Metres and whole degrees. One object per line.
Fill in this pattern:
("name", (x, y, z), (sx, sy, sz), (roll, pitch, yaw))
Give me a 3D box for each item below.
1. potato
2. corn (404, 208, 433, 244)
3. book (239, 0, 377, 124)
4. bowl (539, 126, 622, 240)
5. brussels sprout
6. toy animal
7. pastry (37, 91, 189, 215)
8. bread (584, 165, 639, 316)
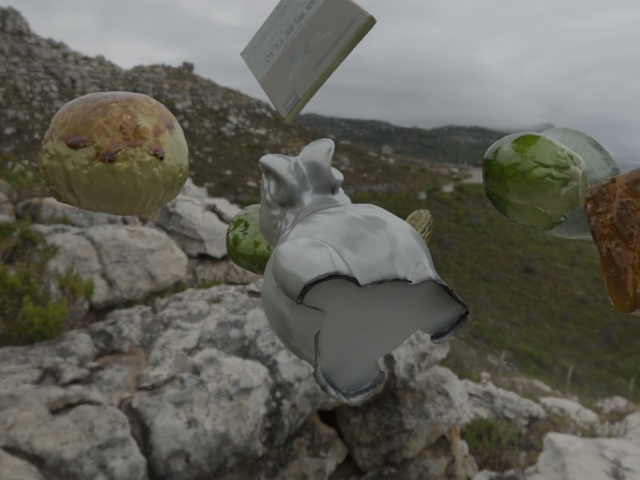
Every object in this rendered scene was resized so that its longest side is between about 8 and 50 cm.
("potato", (-0.174, -0.004, 1.588), (0.186, 0.148, 0.253), (15, 32, 12))
("corn", (0.179, 0.007, 1.120), (0.072, 0.072, 0.203), (9, 40, 24))
("book", (-0.038, -0.360, 1.001), (0.021, 0.217, 0.310), (30, 20, -39))
("bowl", (0.588, -0.112, 1.413), (0.146, 0.313, 0.313), (-28, 22, -17))
("brussels sprout", (0.309, -0.093, 0.817), (0.155, 0.155, 0.117), (11, 48, 34))
("toy animal", (0.000, 0.000, 0.680), (0.194, 0.258, 0.357), (-30, 43, -3))
("pastry", (-0.545, -0.241, 1.503), (0.389, 0.312, 0.388), (7, 17, -2))
("bread", (0.678, -0.006, 1.027), (0.207, 0.279, 0.279), (11, -27, -37))
